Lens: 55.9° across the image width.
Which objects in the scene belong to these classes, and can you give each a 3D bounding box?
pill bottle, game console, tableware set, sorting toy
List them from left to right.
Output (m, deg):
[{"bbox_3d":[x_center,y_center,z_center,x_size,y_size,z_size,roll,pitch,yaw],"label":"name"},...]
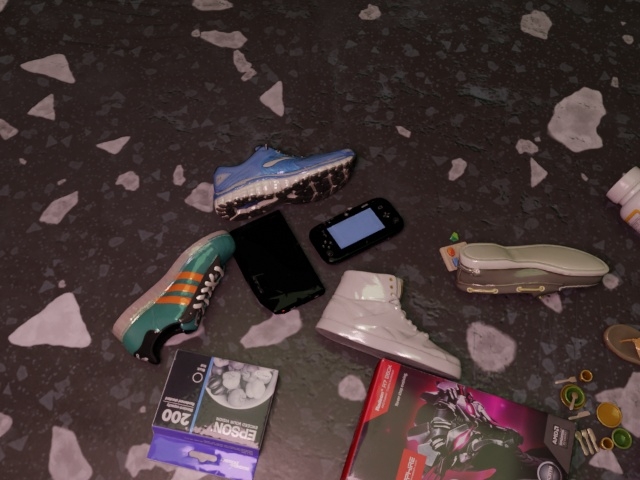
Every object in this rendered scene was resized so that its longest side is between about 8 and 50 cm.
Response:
[{"bbox_3d":[0.000,0.000,1.295,0.362,0.044,0.213,-26,67,-14],"label":"game console"},{"bbox_3d":[0.291,0.022,1.306,0.062,0.012,0.083,-16,65,-8],"label":"sorting toy"},{"bbox_3d":[0.524,0.326,1.152,0.104,0.024,0.154,-11,64,-7],"label":"tableware set"},{"bbox_3d":[0.728,-0.059,1.296,0.118,0.117,0.208,-36,69,-17],"label":"pill bottle"}]

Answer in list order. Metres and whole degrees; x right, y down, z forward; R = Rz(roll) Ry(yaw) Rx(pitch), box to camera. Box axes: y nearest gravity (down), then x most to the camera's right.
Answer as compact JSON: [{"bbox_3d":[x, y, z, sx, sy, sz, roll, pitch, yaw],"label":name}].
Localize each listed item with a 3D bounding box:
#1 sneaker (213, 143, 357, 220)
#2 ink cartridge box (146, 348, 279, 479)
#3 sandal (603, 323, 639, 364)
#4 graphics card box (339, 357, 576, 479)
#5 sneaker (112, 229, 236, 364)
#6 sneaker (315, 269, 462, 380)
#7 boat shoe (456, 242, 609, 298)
[{"bbox_3d":[-0.081,-0.158,1.326,0.330,0.129,0.147,-14,67,-8],"label":"sneaker"},{"bbox_3d":[-0.201,0.325,1.129,0.207,0.045,0.208,11,65,4],"label":"ink cartridge box"},{"bbox_3d":[0.651,0.224,1.191,0.180,0.049,0.072,38,69,16],"label":"sandal"},{"bbox_3d":[0.246,0.382,1.082,0.371,0.094,0.232,19,64,7],"label":"graphics card box"},{"bbox_3d":[-0.262,0.116,1.203,0.121,0.108,0.302,40,77,16],"label":"sneaker"},{"bbox_3d":[0.156,0.154,1.186,0.293,0.108,0.169,21,68,11],"label":"sneaker"},{"bbox_3d":[0.431,0.067,1.243,0.305,0.091,0.109,3,27,-2],"label":"boat shoe"}]
